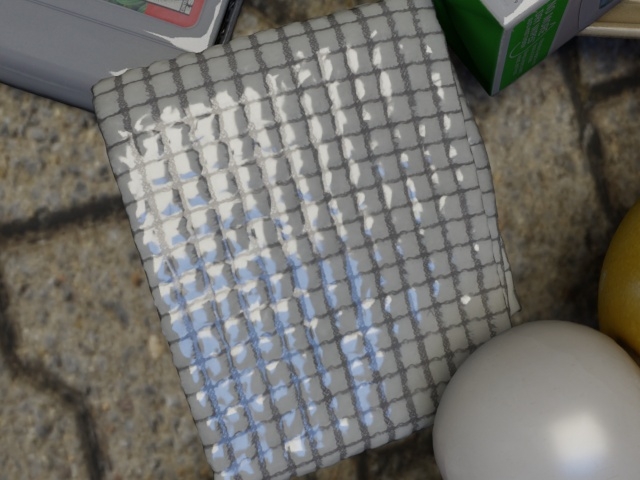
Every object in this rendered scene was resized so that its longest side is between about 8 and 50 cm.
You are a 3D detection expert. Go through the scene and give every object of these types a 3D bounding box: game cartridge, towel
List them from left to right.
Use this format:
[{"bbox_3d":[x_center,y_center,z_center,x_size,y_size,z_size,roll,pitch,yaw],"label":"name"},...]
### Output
[{"bbox_3d":[-0.148,-0.244,0.488,0.196,0.060,0.294,17,86,4],"label":"game cartridge"},{"bbox_3d":[0.000,0.000,0.434,0.235,0.121,0.284,-18,97,-10],"label":"towel"}]

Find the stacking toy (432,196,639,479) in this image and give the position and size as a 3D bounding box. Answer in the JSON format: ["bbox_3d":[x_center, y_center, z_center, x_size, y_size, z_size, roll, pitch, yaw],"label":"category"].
[{"bbox_3d":[0.286,0.031,0.349,0.480,0.350,0.351,-24,87,3],"label":"stacking toy"}]

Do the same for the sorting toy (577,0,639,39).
[{"bbox_3d":[0.254,-0.250,0.462,0.307,0.041,0.229,8,82,12],"label":"sorting toy"}]

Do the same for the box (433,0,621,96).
[{"bbox_3d":[0.128,-0.277,0.396,0.231,0.127,0.262,-37,78,6],"label":"box"}]
